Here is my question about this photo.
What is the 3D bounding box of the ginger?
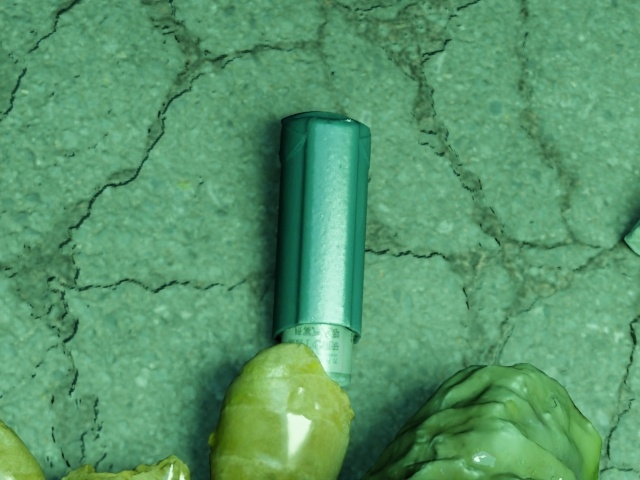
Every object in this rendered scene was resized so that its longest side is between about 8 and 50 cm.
[{"bbox_3d":[-0.140,0.268,0.921,0.363,0.122,0.348,-6,75,-8],"label":"ginger"}]

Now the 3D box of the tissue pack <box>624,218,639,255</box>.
[{"bbox_3d":[0.431,-0.051,1.110,0.177,0.089,0.263,37,68,6],"label":"tissue pack"}]

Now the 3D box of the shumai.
[{"bbox_3d":[0.092,0.212,0.903,0.304,0.309,0.263,15,43,-10],"label":"shumai"}]

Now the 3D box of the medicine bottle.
[{"bbox_3d":[0.000,0.000,1.043,0.079,0.124,0.258,4,81,-9],"label":"medicine bottle"}]
